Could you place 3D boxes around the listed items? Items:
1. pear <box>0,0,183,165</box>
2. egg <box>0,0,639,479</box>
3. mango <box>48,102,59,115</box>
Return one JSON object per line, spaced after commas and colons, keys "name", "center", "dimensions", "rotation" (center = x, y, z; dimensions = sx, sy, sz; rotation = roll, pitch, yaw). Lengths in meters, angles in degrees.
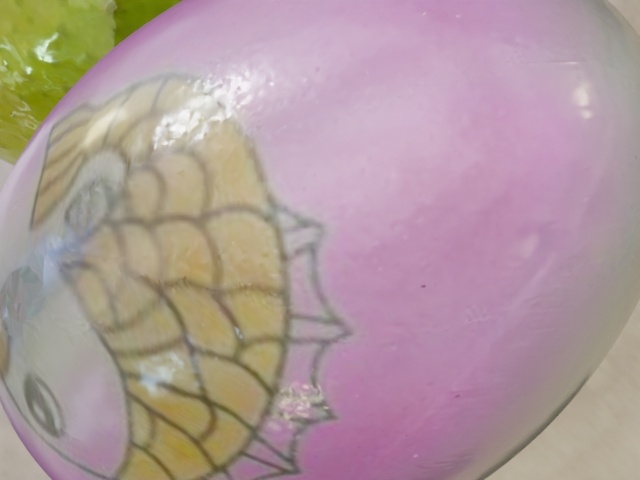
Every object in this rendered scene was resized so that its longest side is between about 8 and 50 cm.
{"name": "pear", "center": [-0.096, -0.205, 1.040], "dimensions": [0.391, 0.391, 0.391], "rotation": [-9, 68, 23]}
{"name": "egg", "center": [0.000, 0.000, 0.667], "dimensions": [0.271, 0.196, 0.196], "rotation": [-42, 57, 33]}
{"name": "mango", "center": [-0.039, -0.015, 0.833], "dimensions": [0.178, 0.100, 0.119], "rotation": [6, 92, 14]}
